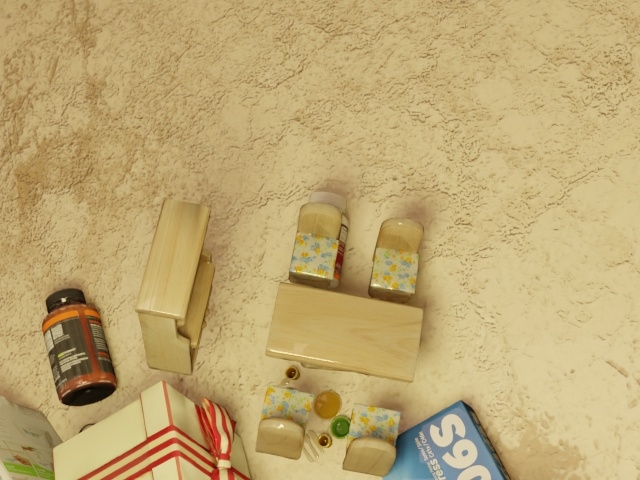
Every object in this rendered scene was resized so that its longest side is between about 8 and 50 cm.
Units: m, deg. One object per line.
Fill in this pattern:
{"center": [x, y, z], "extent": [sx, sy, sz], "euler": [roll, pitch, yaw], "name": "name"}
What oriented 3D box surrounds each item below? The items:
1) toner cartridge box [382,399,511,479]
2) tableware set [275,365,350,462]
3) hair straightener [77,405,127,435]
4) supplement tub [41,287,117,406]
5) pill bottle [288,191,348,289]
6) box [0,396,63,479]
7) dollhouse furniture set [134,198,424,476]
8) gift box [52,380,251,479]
{"center": [0.223, 0.425, 1.572], "extent": [0.165, 0.075, 0.348], "euler": [-33, 63, 10], "name": "toner cartridge box"}
{"center": [-0.019, 0.273, 1.752], "extent": [0.104, 0.024, 0.154], "euler": [-38, 62, 6], "name": "tableware set"}
{"center": [-0.330, 0.331, 1.852], "extent": [0.230, 0.047, 0.089], "euler": [-20, 65, 19], "name": "hair straightener"}
{"center": [-0.429, 0.185, 1.903], "extent": [0.106, 0.106, 0.198], "euler": [-26, 64, 12], "name": "supplement tub"}
{"center": [0.000, 0.000, 1.805], "extent": [0.086, 0.086, 0.152], "euler": [3, 73, 23], "name": "pill bottle"}
{"center": [-0.517, 0.380, 1.782], "extent": [0.127, 0.262, 0.231], "euler": [-45, 63, 2], "name": "box"}
{"center": [-0.047, 0.104, 1.564], "extent": [0.394, 0.256, 0.362], "euler": [10, 63, 1], "name": "dollhouse furniture set"}
{"center": [-0.229, 0.392, 1.676], "extent": [0.258, 0.276, 0.255], "euler": [-31, 50, 13], "name": "gift box"}
